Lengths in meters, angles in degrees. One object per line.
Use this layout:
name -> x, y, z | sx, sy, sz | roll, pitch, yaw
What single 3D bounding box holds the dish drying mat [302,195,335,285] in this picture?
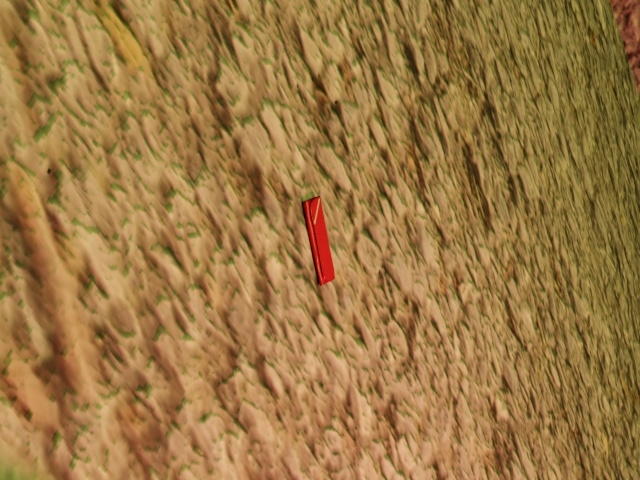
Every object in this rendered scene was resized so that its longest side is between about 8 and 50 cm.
dish drying mat -> 0.000, 0.000, 1.167 | 0.032, 0.008, 0.083 | -28, 108, -63
